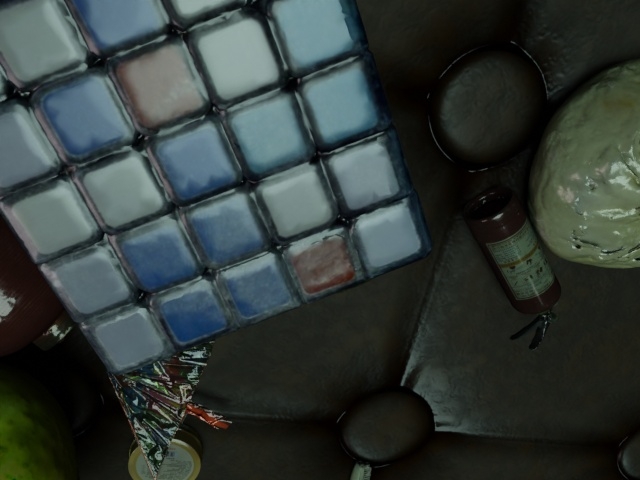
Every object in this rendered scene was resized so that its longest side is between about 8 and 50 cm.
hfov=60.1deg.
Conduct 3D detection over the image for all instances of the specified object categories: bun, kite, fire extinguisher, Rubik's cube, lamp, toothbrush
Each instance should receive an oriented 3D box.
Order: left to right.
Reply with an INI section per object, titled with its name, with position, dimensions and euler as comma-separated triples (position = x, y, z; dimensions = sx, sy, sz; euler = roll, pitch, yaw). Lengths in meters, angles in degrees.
[lamp]
position = -0.376, 0.019, 0.590
dimensions = 0.180, 0.180, 0.258
euler = -41, 111, 10
[kite]
position = -0.211, 0.219, 0.759
dimensions = 0.189, 0.009, 0.232
euler = 26, 95, -4
[Rubik's cube]
position = -0.103, -0.107, 0.506
dimensions = 0.293, 0.292, 0.286
euler = -20, 114, 3
[toothbrush]
position = 0.037, 0.480, 0.918
dimensions = 0.028, 0.026, 0.294
euler = 4, 113, -26
[fire extinguisher]
position = 0.259, 0.047, 0.737
dimensions = 0.099, 0.071, 0.231
euler = -38, 114, -11
[bun]
position = 0.404, -0.081, 0.669
dimensions = 0.288, 0.146, 0.287
euler = -4, 113, -9

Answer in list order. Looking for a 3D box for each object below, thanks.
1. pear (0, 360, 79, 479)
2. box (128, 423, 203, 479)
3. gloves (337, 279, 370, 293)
[pear]
position = -0.443, 0.278, 0.571
dimensions = 0.392, 0.391, 0.390
euler = -3, 113, -7
[box]
position = -0.224, 0.315, 0.803
dimensions = 0.106, 0.037, 0.105
euler = -3, 112, -7
[gloves]
position = 0.002, 0.013, 0.664
dimensions = 0.268, 0.107, 0.135
euler = -22, 156, -13
